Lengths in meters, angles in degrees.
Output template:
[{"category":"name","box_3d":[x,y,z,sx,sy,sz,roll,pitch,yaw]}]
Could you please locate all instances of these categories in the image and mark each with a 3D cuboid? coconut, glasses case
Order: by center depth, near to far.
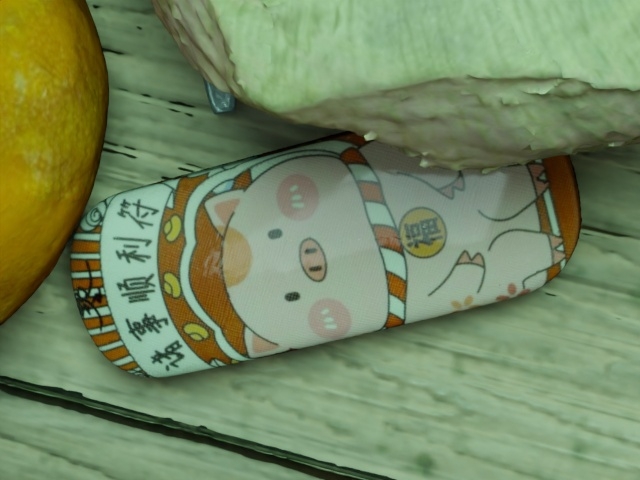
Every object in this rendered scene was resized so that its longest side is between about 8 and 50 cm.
[{"category":"coconut","box_3d":[0.076,-0.217,0.717,0.405,0.404,0.404,2,99,11]},{"category":"glasses case","box_3d":[0.000,0.000,0.919,0.267,0.067,0.103,-15,94,13]}]

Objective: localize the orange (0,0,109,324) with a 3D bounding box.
[{"category":"orange","box_3d":[-0.246,-0.066,0.871,0.284,0.226,0.284,4,107,14]}]

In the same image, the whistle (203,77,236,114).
[{"category":"whistle","box_3d":[-0.053,-0.107,0.934,0.033,0.029,0.083,-7,90,-3]}]
